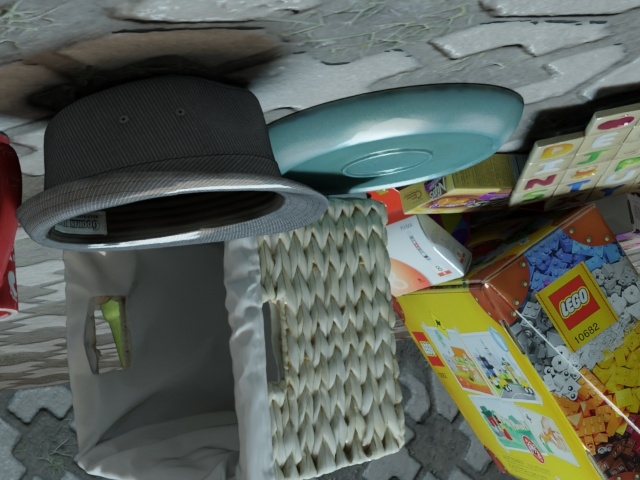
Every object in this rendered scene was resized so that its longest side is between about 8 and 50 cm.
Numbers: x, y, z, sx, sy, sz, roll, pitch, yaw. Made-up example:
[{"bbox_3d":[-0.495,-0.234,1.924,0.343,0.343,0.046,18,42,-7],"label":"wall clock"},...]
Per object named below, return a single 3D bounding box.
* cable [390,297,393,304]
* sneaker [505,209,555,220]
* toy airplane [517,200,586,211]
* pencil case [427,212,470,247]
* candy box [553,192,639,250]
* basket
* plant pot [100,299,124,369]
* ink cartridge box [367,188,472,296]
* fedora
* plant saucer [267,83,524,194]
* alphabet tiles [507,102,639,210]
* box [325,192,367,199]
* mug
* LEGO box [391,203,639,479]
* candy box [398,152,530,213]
[{"bbox_3d":[-0.018,0.082,1.988,0.257,0.089,0.257,17,-169,-3],"label":"cable"},{"bbox_3d":[0.316,-0.022,2.106,0.170,0.051,0.089,-24,163,38],"label":"sneaker"},{"bbox_3d":[0.329,-0.058,1.934,0.151,0.028,0.151,3,-175,0],"label":"toy airplane"},{"bbox_3d":[0.107,-0.002,1.881,0.104,0.104,0.236,-1,168,-40],"label":"pencil case"},{"bbox_3d":[0.468,-0.021,2.180,0.164,0.070,0.196,-16,168,30],"label":"candy box"},{"bbox_3d":[-0.102,0.106,1.538,0.266,0.328,0.331,-6,-178,-42],"label":"basket"},{"bbox_3d":[-0.225,0.184,2.162,0.276,0.254,0.276,-9,171,-2],"label":"plant pot"},{"bbox_3d":[0.092,-0.001,1.758,0.179,0.045,0.145,36,147,-25],"label":"ink cartridge box"},{"bbox_3d":[-0.137,-0.072,1.184,0.275,0.124,0.244,-7,169,-4],"label":"fedora"},{"bbox_3d":[0.071,-0.102,1.452,0.317,0.044,0.317,-10,170,-2],"label":"plant saucer"},{"bbox_3d":[0.380,-0.106,1.595,0.285,0.011,0.342,-12,164,-4],"label":"alphabet tiles"},{"bbox_3d":[0.000,0.000,1.673,0.072,0.137,0.126,2,165,-43],"label":"box"},{"bbox_3d":[-0.333,-0.012,1.209,0.113,0.169,0.150,-5,170,-18],"label":"mug"},{"bbox_3d":[0.322,0.166,1.924,0.193,0.372,0.500,-34,-175,-12],"label":"LEGO box"},{"bbox_3d":[0.206,-0.073,1.699,0.186,0.053,0.109,0,165,-35],"label":"candy box"}]
